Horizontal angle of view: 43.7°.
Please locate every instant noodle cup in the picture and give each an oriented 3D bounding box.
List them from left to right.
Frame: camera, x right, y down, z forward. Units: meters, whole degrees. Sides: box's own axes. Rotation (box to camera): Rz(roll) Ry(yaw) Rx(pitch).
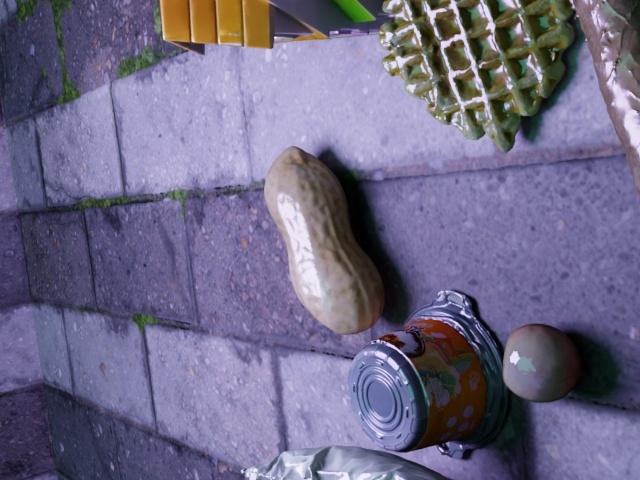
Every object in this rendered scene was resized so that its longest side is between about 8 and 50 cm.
[{"bbox_3d":[0.112,0.171,0.933,0.177,0.125,0.208,-8,91,54],"label":"instant noodle cup"}]

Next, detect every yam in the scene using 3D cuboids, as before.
[{"bbox_3d":[0.272,-0.162,0.687,0.081,0.081,0.357,-25,79,52],"label":"yam"}]

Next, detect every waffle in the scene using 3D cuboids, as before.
[{"bbox_3d":[0.158,-0.218,0.822,0.214,0.054,0.208,36,126,23],"label":"waffle"}]

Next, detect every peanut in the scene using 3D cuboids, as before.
[{"bbox_3d":[0.000,0.000,1.064,0.125,0.111,0.275,124,130,-62],"label":"peanut"}]

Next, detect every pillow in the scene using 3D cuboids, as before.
[{"bbox_3d":[0.094,0.311,0.873,0.283,0.310,0.138,-1,67,48],"label":"pillow"}]

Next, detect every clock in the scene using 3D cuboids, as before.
[{"bbox_3d":[-0.068,-0.299,0.909,0.235,0.309,0.166,13,107,51],"label":"clock"}]

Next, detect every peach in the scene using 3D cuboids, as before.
[{"bbox_3d":[0.225,0.126,0.816,0.083,0.083,0.083,16,111,50],"label":"peach"}]
